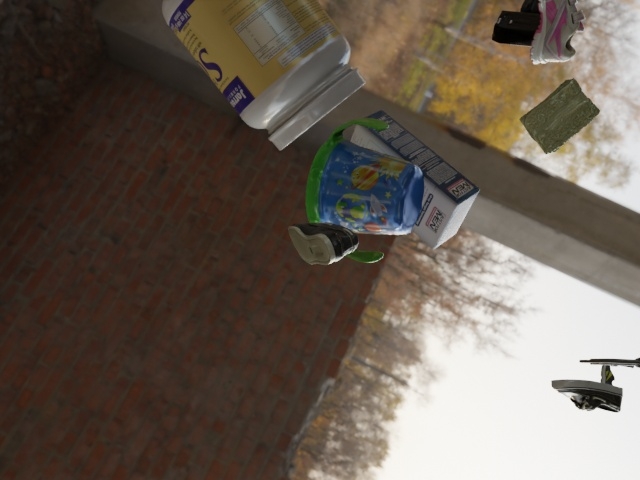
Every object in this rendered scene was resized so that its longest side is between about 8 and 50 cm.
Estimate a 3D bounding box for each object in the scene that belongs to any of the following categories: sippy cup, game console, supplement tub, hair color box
[{"bbox_3d":[0.115,-0.112,1.774,0.240,0.224,0.305,-65,152,-27],"label":"sippy cup"},{"bbox_3d":[0.647,-0.668,2.206,0.044,0.213,0.361,80,32,-44],"label":"game console"},{"bbox_3d":[-0.097,-0.355,1.368,0.241,0.331,0.241,-38,-174,5],"label":"supplement tub"},{"bbox_3d":[0.225,-0.161,1.959,0.105,0.347,0.174,-31,154,-36],"label":"hair color box"}]

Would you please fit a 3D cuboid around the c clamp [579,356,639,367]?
[{"bbox_3d":[0.611,0.249,1.560,0.161,0.137,0.022,101,-7,-81],"label":"c clamp"}]

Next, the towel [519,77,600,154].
[{"bbox_3d":[0.519,-0.267,1.640,0.148,0.110,0.027,-40,-177,9],"label":"towel"}]

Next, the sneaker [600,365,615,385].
[{"bbox_3d":[0.751,0.351,1.978,0.031,0.035,0.083,65,36,-70],"label":"sneaker"}]

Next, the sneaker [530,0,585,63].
[{"bbox_3d":[0.584,-0.544,1.818,0.103,0.111,0.252,-40,138,-49],"label":"sneaker"}]

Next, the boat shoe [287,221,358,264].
[{"bbox_3d":[0.000,0.000,1.552,0.079,0.084,0.233,-28,-164,-20],"label":"boat shoe"}]

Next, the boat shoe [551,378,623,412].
[{"bbox_3d":[0.653,0.379,1.842,0.077,0.219,0.070,-22,-122,62],"label":"boat shoe"}]
